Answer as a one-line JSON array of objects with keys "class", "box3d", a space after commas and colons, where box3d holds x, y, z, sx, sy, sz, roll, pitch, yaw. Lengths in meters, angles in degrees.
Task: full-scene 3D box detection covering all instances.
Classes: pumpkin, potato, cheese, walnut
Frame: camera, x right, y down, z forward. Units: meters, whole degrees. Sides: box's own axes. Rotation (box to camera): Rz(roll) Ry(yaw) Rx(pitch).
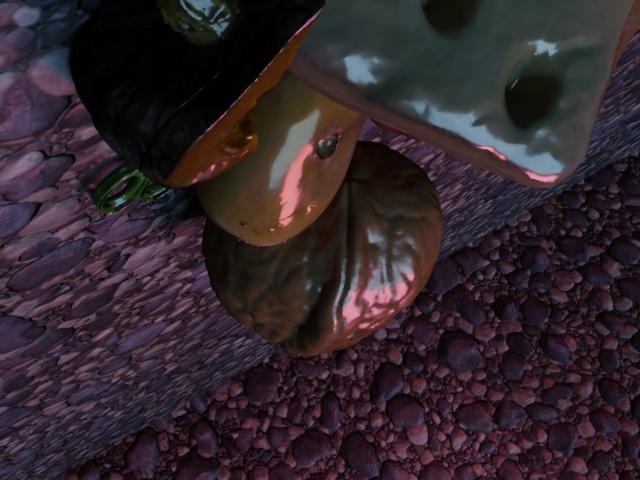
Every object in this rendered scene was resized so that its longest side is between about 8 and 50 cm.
[{"class": "pumpkin", "box3d": [-0.103, -0.125, 0.620, 0.126, 0.131, 0.248, -27, 165, -24]}, {"class": "potato", "box3d": [-0.042, -0.097, 0.824, 0.150, 0.146, 0.234, -60, 174, -55]}, {"class": "cheese", "box3d": [0.116, -0.237, 0.675, 0.328, 0.129, 0.351, 10, 104, -26]}, {"class": "walnut", "box3d": [0.000, -0.002, 1.054, 0.252, 0.277, 0.313, -61, 179, -31]}]

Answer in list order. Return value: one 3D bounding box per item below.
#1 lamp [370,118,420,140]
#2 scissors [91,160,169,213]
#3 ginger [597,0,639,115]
[{"class": "lamp", "box3d": [0.118, -0.183, 0.863, 0.182, 0.182, 0.140, -29, 133, -17]}, {"class": "scissors", "box3d": [-0.156, -0.095, 0.840, 0.101, 0.027, 0.204, -26, 165, -44]}, {"class": "ginger", "box3d": [0.282, -0.236, 0.946, 0.190, 0.126, 0.354, -32, 145, -57]}]
